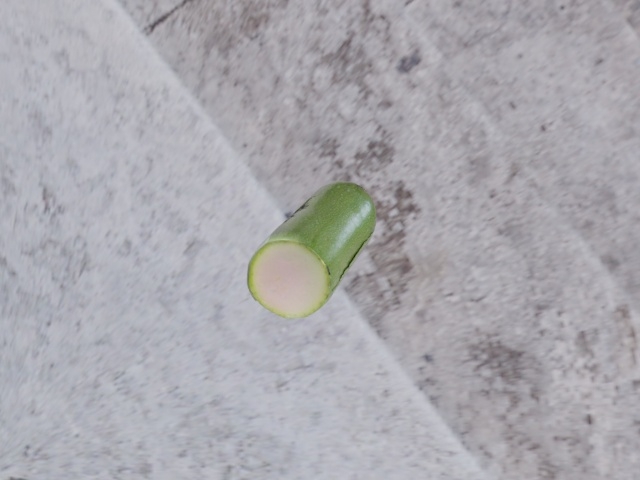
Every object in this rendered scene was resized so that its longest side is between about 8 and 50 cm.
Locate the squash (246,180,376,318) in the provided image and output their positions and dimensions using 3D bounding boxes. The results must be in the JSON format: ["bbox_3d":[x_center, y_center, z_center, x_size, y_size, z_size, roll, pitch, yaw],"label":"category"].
[{"bbox_3d":[0.000,0.000,0.457,0.027,0.083,0.028,4,107,13],"label":"squash"}]
